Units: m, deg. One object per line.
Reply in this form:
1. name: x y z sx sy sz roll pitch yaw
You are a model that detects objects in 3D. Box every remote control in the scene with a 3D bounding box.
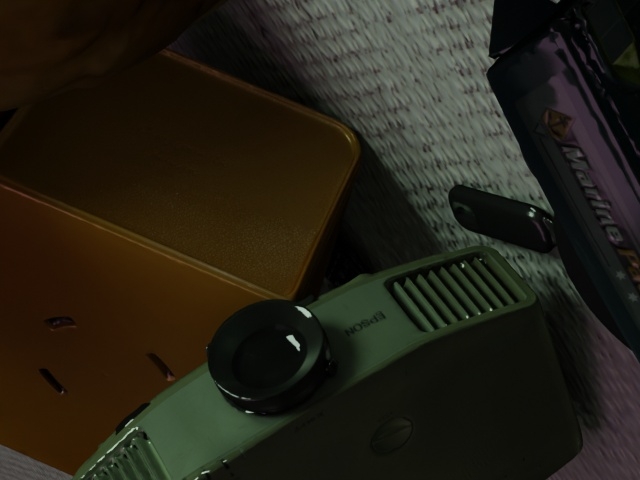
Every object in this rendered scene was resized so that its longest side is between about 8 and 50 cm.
1. remote control: 0.000 0.000 1.108 0.096 0.014 0.039 47 149 15

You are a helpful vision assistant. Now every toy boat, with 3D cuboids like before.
1. toy boat: 0.180 0.016 0.693 0.122 0.114 0.296 -23 105 45

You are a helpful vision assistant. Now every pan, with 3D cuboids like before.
1. pan: 0.133 0.006 0.862 0.235 0.028 0.136 15 136 54

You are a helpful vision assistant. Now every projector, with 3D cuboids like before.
1. projector: -0.003 0.110 0.933 0.088 0.269 0.193 53 171 43

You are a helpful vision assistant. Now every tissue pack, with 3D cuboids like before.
1. tissue pack: -0.099 0.031 1.078 0.194 0.145 0.274 25 143 5

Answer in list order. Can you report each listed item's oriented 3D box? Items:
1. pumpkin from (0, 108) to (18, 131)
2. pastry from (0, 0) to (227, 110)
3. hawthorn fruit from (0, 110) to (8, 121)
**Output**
1. pumpkin: -0.258 -0.079 1.231 0.250 0.216 0.250 16 112 47
2. pastry: -0.098 -0.241 0.540 0.245 0.409 0.409 31 149 20
3. hawthorn fruit: -0.287 -0.119 0.967 0.265 0.307 0.265 25 157 11
